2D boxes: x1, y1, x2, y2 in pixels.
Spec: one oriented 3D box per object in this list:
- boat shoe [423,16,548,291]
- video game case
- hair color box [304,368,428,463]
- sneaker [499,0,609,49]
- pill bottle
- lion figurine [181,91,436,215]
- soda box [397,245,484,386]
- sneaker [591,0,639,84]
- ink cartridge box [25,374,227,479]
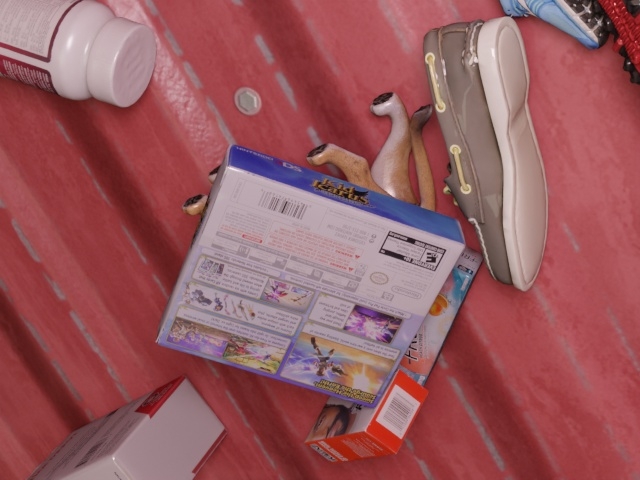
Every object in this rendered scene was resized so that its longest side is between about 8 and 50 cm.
[{"bbox_3d":[0.177,-0.086,1.123,0.091,0.109,0.305,2,120,30],"label":"boat shoe"},{"bbox_3d":[-0.015,0.046,1.168,0.269,0.061,0.244,18,120,-12],"label":"video game case"},{"bbox_3d":[0.054,0.220,1.315,0.053,0.093,0.167,38,152,-11],"label":"hair color box"},{"bbox_3d":[0.219,-0.246,1.056,0.162,0.063,0.073,41,145,4],"label":"sneaker"},{"bbox_3d":[-0.316,-0.237,1.263,0.221,0.121,0.121,19,123,14],"label":"pill bottle"},{"bbox_3d":[0.000,0.000,1.237,0.392,0.142,0.240,-18,115,27],"label":"lion figurine"},{"bbox_3d":[0.133,0.087,1.264,0.058,0.063,0.183,26,124,11],"label":"soda box"},{"bbox_3d":[0.312,-0.256,0.987,0.262,0.125,0.104,66,166,3],"label":"sneaker"},{"bbox_3d":[-0.296,0.330,1.516,0.273,0.197,0.114,-28,102,34],"label":"ink cartridge box"}]
